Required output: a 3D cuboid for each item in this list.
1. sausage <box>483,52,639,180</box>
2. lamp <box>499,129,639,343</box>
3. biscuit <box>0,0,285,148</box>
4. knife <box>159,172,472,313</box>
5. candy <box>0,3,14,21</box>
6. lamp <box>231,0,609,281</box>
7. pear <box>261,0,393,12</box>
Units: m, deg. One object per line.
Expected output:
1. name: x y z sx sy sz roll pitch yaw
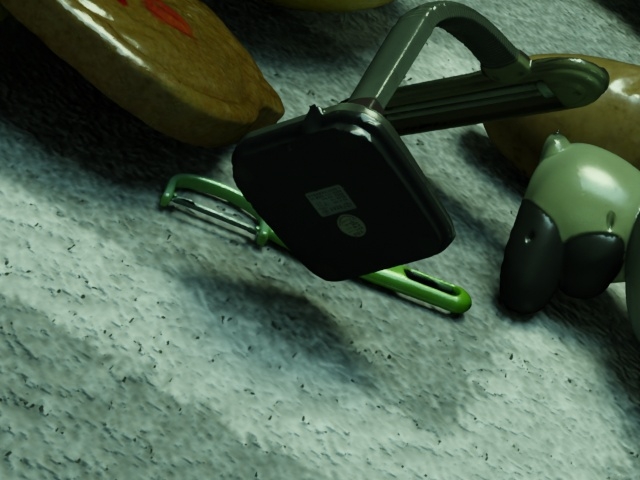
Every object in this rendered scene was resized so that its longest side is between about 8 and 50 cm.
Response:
1. sausage: 0.348 -0.022 1.393 0.500 0.123 0.136 23 -15 -2
2. lamp: 0.253 0.010 1.248 0.244 0.198 0.198 11 24 23
3. biscuit: -0.138 -0.163 1.257 0.273 0.049 0.257 46 16 14
4. knife: 0.000 0.001 1.216 0.212 0.015 0.054 21 26 -7
5. candy: -0.267 -0.177 1.218 0.187 0.081 0.297 37 29 -6
6. lamp: 0.034 -0.073 1.218 0.283 0.203 0.124 -42 109 -50
7. pear: -0.006 -0.318 1.448 0.314 0.314 0.314 19 31 -12
